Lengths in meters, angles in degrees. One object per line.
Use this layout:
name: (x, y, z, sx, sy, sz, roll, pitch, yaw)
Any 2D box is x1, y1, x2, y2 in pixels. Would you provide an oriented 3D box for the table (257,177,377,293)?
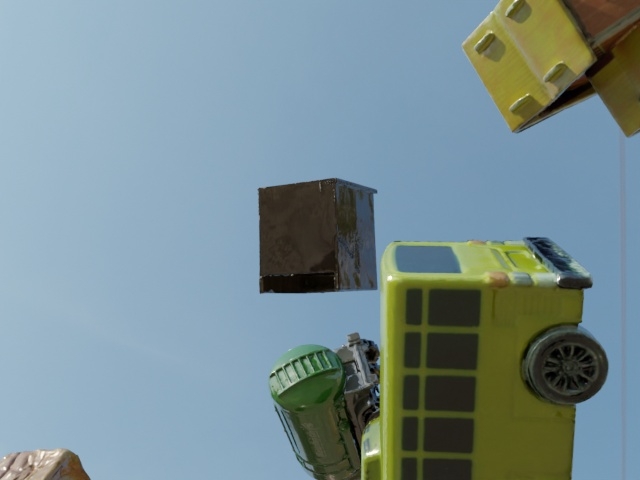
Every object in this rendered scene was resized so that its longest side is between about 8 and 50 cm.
table: (0.000, 0.000, 1.292, 0.169, 0.172, 0.193, -5, -97, 29)

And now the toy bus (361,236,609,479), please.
toy bus: (0.103, 0.135, 0.487, 0.150, 0.128, 0.262, 1, -79, 5)

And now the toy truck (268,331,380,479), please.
toy truck: (0.026, 0.206, 0.771, 0.125, 0.101, 0.243, -18, -48, -1)

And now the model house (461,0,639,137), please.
model house: (0.391, -0.256, 0.937, 0.323, 0.340, 0.300, -32, -103, 27)

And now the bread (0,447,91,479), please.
bread: (-0.446, 0.419, 1.091, 0.143, 0.149, 0.158, -14, -76, 23)
